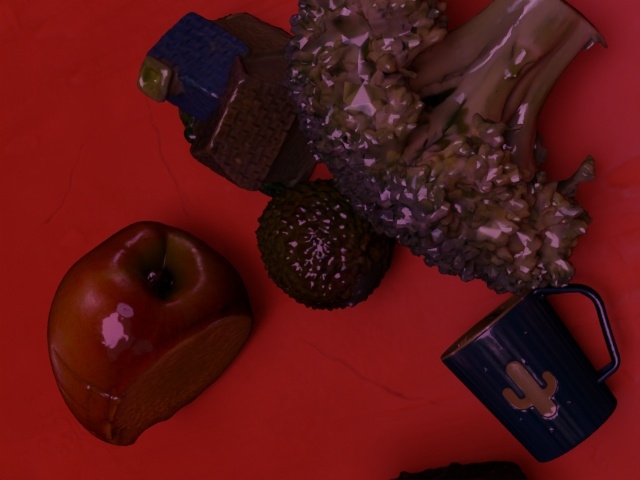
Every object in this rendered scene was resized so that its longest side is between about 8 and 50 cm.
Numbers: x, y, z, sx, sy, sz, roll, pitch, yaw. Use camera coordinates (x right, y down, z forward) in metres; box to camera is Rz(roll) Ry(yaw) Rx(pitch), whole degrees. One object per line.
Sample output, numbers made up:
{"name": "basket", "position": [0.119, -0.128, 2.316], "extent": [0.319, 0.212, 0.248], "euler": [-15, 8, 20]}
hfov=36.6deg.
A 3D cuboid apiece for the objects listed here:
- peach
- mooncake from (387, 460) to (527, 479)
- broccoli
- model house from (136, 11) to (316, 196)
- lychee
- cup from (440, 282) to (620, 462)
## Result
{"name": "peach", "position": [-0.221, 0.118, 1.218], "extent": [0.245, 0.248, 0.275], "euler": [62, 140, 45]}
{"name": "mooncake", "position": [0.130, 0.316, 1.069], "extent": [0.228, 0.228, 0.124], "euler": [-13, 84, 28]}
{"name": "broccoli", "position": [0.117, -0.121, 0.969], "extent": [0.338, 0.277, 0.318], "euler": [17, 99, 20]}
{"name": "model house", "position": [-0.113, -0.157, 1.131], "extent": [0.214, 0.189, 0.195], "euler": [38, 111, 16]}
{"name": "lychee", "position": [0.000, 0.000, 1.118], "extent": [0.171, 0.171, 0.171], "euler": [5, 101, 26]}
{"name": "cup", "position": [0.243, 0.133, 1.037], "extent": [0.176, 0.131, 0.155], "euler": [-39, 85, 16]}
